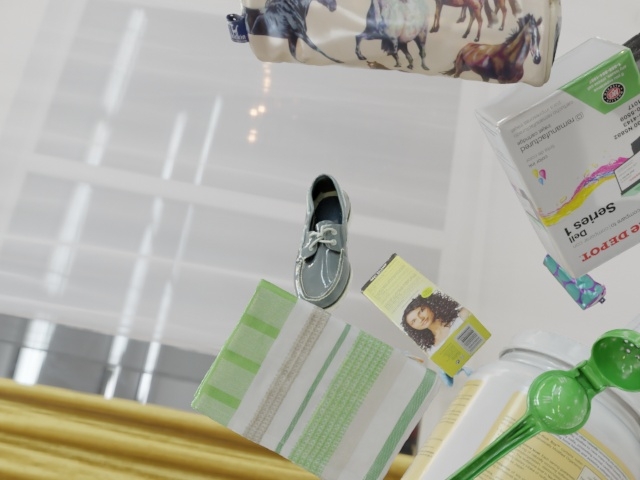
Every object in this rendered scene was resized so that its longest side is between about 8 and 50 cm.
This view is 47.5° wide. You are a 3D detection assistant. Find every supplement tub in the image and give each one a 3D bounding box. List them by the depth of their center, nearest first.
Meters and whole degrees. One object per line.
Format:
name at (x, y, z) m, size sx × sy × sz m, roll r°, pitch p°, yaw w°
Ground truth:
supplement tub at (0.239, 0.300, 0.885) m, size 0.331 × 0.241 × 0.241 m, roll -51°, pitch -9°, yaw -18°

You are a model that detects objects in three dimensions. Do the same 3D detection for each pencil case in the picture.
pencil case at (0.096, -0.287, 0.888) m, size 0.183 × 0.410 × 0.160 m, roll 28°, pitch -107°, yaw -72°
pencil case at (0.556, 0.079, 1.590) m, size 0.070 × 0.152 × 0.064 m, roll -45°, pitch -32°, yaw 17°

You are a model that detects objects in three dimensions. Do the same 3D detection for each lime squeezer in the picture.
lime squeezer at (0.225, 0.133, 0.608) m, size 0.310 × 0.059 × 0.110 m, roll -40°, pitch 7°, yaw 24°

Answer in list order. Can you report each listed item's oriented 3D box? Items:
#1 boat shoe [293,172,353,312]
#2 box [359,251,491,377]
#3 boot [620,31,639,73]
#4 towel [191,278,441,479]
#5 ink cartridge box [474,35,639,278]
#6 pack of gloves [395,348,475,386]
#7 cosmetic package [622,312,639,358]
boat shoe at (0.000, 0.000, 1.374) m, size 0.320 × 0.116 × 0.099 m, roll -80°, pitch -22°, yaw -45°
box at (0.146, 0.102, 1.063) m, size 0.087 × 0.058 × 0.232 m, roll -47°, pitch 28°, yaw -1°
boot at (0.531, -0.204, 1.342) m, size 0.338 × 0.223 × 0.118 m, roll -37°, pitch -7°, yaw 16°
towel at (-0.003, 0.109, 0.532) m, size 0.113 × 0.152 × 0.023 m, roll -60°, pitch 4°, yaw 6°
ink cartridge box at (0.381, -0.115, 1.051) m, size 0.278 × 0.201 × 0.117 m, roll 56°, pitch -172°, yaw -23°
pack of gloves at (0.211, 0.259, 1.478) m, size 0.232 × 0.195 × 0.046 m, roll 69°, pitch -147°, yaw -84°
cosmetic package at (0.597, 0.235, 0.993) m, size 0.385 × 0.217 × 0.156 m, roll 62°, pitch 152°, yaw -4°
